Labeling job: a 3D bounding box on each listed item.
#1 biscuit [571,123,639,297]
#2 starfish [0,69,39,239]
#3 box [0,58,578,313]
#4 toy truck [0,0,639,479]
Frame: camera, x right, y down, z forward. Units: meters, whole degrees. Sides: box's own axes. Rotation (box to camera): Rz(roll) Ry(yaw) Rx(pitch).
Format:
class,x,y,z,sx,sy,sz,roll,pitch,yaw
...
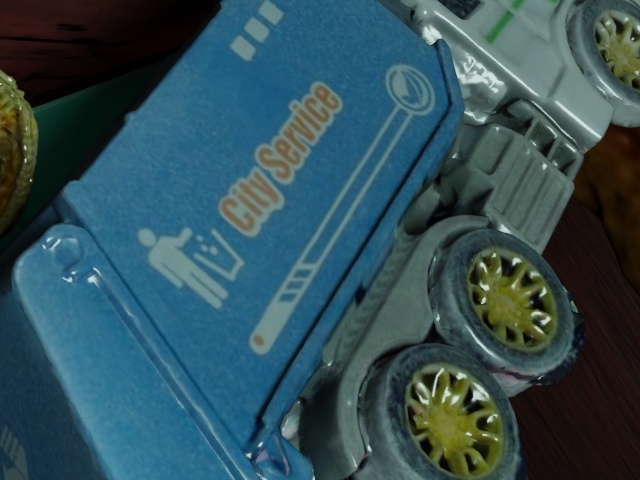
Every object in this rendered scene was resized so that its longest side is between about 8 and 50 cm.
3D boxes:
class,x,y,z,sx,sy,sz,roll,pitch,yaw
biscuit,0.300,-0.107,0.902,0.395,0.342,0.166,-40,168,36
starfish,-0.163,-0.004,0.505,0.146,0.074,0.190,-36,175,7
box,-0.052,0.029,0.762,0.311,0.205,0.118,-29,170,-45
toy truck,0.000,0.000,0.631,0.146,0.175,0.367,-38,-167,45
